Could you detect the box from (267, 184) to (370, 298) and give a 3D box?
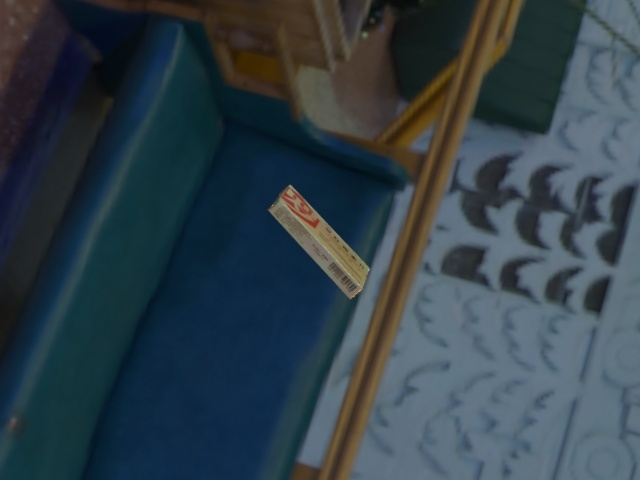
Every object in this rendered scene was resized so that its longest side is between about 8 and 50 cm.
[{"bbox_3d":[0.000,0.000,0.961,0.015,0.093,0.058,-41,-174,14],"label":"box"}]
